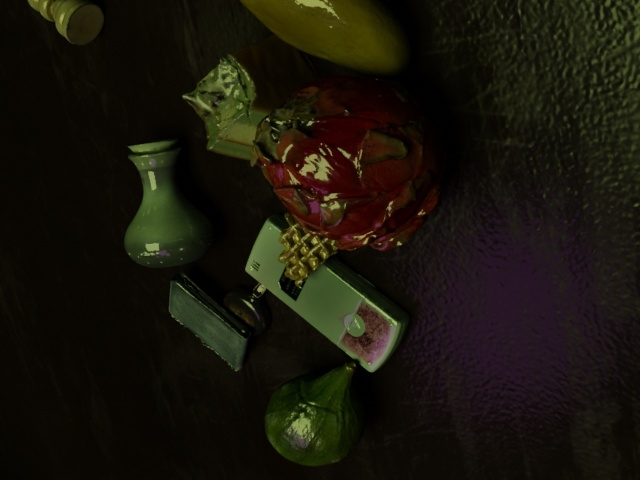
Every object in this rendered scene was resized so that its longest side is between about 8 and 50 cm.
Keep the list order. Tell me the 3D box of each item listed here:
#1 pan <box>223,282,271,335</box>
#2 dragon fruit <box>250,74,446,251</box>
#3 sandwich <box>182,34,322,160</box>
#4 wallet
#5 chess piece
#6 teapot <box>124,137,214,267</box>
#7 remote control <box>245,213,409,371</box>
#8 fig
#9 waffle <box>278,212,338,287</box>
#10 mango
[{"bbox_3d":[-0.135,0.122,2.082,0.115,0.040,0.212,42,134,6],"label":"pan"},{"bbox_3d":[0.053,-0.126,1.610,0.277,0.277,0.342,-2,145,40],"label":"dragon fruit"},{"bbox_3d":[-0.093,-0.210,1.750,0.155,0.198,0.227,-36,88,44],"label":"sandwich"},{"bbox_3d":[-0.241,0.171,2.174,0.222,0.036,0.167,38,148,14],"label":"wallet"},{"bbox_3d":[-0.524,-0.471,2.039,0.170,0.094,0.094,37,132,24],"label":"chess piece"},{"bbox_3d":[-0.315,-0.077,2.041,0.183,0.183,0.251,-1,100,40],"label":"teapot"},{"bbox_3d":[0.010,0.100,1.935,0.344,0.050,0.145,38,126,16],"label":"remote control"},{"bbox_3d":[-0.002,0.311,1.970,0.203,0.203,0.235,30,127,23],"label":"fig"},{"bbox_3d":[0.000,0.000,1.862,0.160,0.046,0.192,19,103,23],"label":"waffle"},{"bbox_3d":[-0.005,-0.377,1.607,0.331,0.142,0.195,31,171,16],"label":"mango"}]
